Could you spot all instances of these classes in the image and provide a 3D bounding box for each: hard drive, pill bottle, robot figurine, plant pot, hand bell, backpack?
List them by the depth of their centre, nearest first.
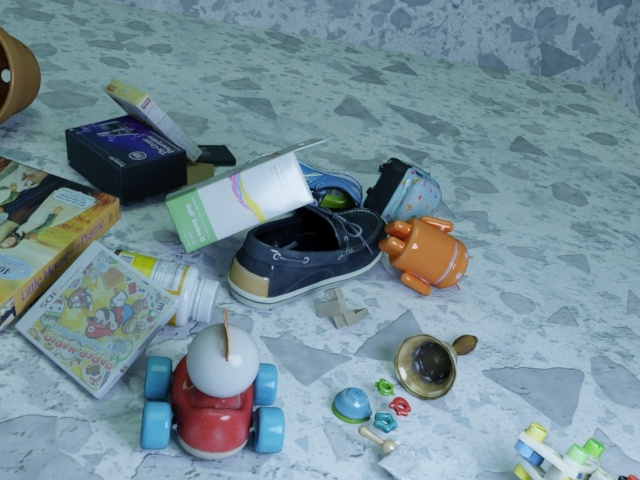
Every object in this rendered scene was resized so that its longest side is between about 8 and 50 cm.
[{"bbox_3d":[-0.305,0.094,1.435,0.215,0.117,0.117,13,30,-2],"label":"pill bottle"},{"bbox_3d":[0.255,0.219,1.501,0.126,0.126,0.242,30,22,26],"label":"hand bell"},{"bbox_3d":[0.245,0.028,1.745,0.219,0.128,0.158,27,34,-13],"label":"robot figurine"},{"bbox_3d":[0.225,-0.109,1.951,0.144,0.166,0.188,32,11,33],"label":"backpack"},{"bbox_3d":[-0.860,-0.427,1.956,0.291,0.291,0.203,18,14,8],"label":"plant pot"},{"bbox_3d":[-0.308,-0.234,2.089,0.135,0.022,0.094,-4,34,-28],"label":"hard drive"}]

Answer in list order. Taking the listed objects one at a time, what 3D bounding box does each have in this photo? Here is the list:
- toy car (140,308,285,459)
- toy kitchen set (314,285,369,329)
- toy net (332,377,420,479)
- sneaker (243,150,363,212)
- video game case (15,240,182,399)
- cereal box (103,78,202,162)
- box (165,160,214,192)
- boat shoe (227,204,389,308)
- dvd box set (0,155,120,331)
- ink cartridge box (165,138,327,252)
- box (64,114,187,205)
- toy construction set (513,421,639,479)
[{"bbox_3d":[-0.158,0.196,1.201,0.219,0.238,0.210,7,30,-13],"label":"toy car"},{"bbox_3d":[0.040,0.133,1.572,0.068,0.083,0.075,-17,5,42],"label":"toy kitchen set"},{"bbox_3d":[0.113,0.328,1.291,0.122,0.045,0.232,0,34,-27],"label":"toy net"},{"bbox_3d":[-0.045,-0.130,1.918,0.330,0.130,0.147,8,28,-11],"label":"sneaker"},{"bbox_3d":[-0.384,0.129,1.314,0.227,0.026,0.206,31,72,26],"label":"video game case"},{"bbox_3d":[-0.428,-0.305,1.960,0.173,0.047,0.240,28,-13,42],"label":"cereal box"},{"bbox_3d":[-0.371,-0.164,1.945,0.201,0.021,0.164,7,30,-13],"label":"box"},{"bbox_3d":[0.000,0.000,1.692,0.187,0.156,0.500,30,32,30],"label":"boat shoe"},{"bbox_3d":[-0.626,-0.001,1.449,0.307,0.062,0.420,19,39,12],"label":"dvd box set"},{"bbox_3d":[-0.144,-0.102,1.629,0.353,0.119,0.207,-23,11,-7],"label":"ink cartridge box"},{"bbox_3d":[-0.473,-0.201,1.852,0.184,0.103,0.261,-26,43,-36],"label":"box"},{"bbox_3d":[0.441,0.425,1.152,0.215,0.151,0.328,23,28,-39],"label":"toy construction set"}]
